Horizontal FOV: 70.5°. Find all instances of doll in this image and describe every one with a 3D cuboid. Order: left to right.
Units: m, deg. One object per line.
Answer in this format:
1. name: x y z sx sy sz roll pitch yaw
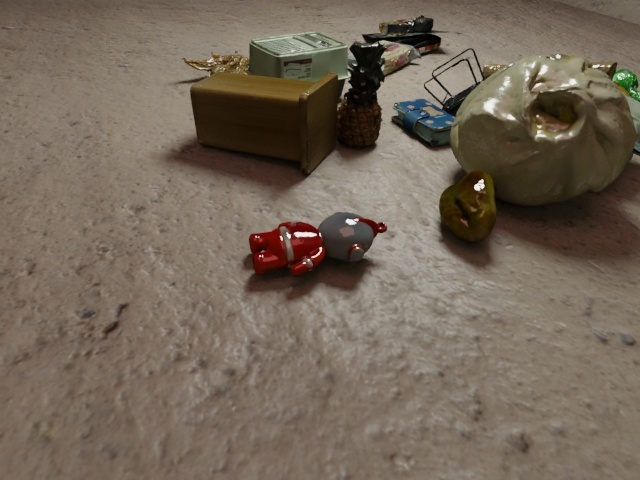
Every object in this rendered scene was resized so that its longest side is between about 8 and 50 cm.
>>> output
1. doll: 0.000 0.000 0.789 0.245 0.076 0.142 -10 41 -12

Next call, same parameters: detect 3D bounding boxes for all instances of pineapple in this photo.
1. pineapple: 0.102 -0.361 1.122 0.128 0.248 0.128 4 35 -3

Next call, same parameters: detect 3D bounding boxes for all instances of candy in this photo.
1. candy: 1.053 -0.453 1.469 0.097 0.097 0.323 -6 47 -13

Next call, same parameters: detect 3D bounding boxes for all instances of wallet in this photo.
1. wallet: 0.301 -0.332 1.254 0.141 0.059 0.202 -17 43 -21

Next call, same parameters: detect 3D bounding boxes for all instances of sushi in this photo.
1. sushi: 0.357 -0.923 1.938 0.320 0.069 0.339 -5 27 -2

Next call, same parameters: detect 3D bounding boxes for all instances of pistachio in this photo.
1. pistachio: 0.288 -0.075 0.887 0.110 0.100 0.189 -6 36 26

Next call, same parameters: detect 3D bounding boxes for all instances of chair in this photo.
1. chair: 0.440 -0.438 1.373 0.145 0.221 0.140 -25 20 38

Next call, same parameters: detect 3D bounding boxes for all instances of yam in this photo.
1. yam: 0.642 -0.472 1.302 0.356 0.081 0.081 19 38 41

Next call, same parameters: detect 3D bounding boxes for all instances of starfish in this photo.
1. starfish: -0.318 -0.578 1.500 0.301 0.084 0.293 21 40 15

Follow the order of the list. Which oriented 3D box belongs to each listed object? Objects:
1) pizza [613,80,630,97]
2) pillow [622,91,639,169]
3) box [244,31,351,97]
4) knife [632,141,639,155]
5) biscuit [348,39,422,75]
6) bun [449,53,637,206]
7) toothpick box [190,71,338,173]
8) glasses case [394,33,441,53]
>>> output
1. pizza: 0.729 -0.453 1.394 0.406 0.130 0.440 25 43 22
2. pillow: 0.655 -0.283 1.115 0.283 0.138 0.310 36 67 23
3. box: -0.066 -0.520 1.376 0.290 0.166 0.220 -20 44 -28
4. knife: 0.655 -0.255 1.019 0.028 0.015 0.210 -32 71 -22
5. biscuit: 0.228 -0.682 1.684 0.186 0.079 0.309 28 45 25
6. bun: 0.457 -0.250 0.956 0.365 0.219 0.365 -7 64 15
7. toothpick box: -0.133 -0.300 1.085 0.308 0.188 0.190 13 39 17
8. glasses case: 0.402 -0.814 1.876 0.103 0.067 0.266 28 43 36
